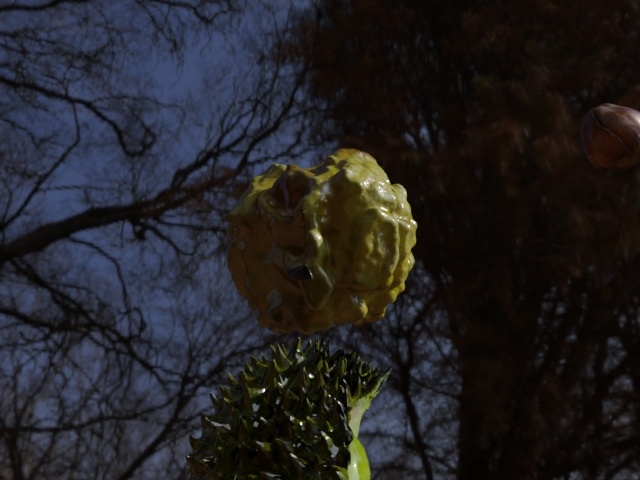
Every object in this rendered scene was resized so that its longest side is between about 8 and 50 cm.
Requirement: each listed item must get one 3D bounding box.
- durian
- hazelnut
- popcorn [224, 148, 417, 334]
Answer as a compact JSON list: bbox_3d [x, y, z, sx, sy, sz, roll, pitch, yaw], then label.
[{"bbox_3d":[-0.022,0.231,0.716,0.158,0.352,0.169,-16,-44,21],"label":"durian"},{"bbox_3d":[0.335,-0.119,0.944,0.086,0.086,0.086,-1,-40,-1],"label":"hazelnut"},{"bbox_3d":[-0.004,0.007,1.030,0.249,0.225,0.249,13,-66,30],"label":"popcorn"}]
